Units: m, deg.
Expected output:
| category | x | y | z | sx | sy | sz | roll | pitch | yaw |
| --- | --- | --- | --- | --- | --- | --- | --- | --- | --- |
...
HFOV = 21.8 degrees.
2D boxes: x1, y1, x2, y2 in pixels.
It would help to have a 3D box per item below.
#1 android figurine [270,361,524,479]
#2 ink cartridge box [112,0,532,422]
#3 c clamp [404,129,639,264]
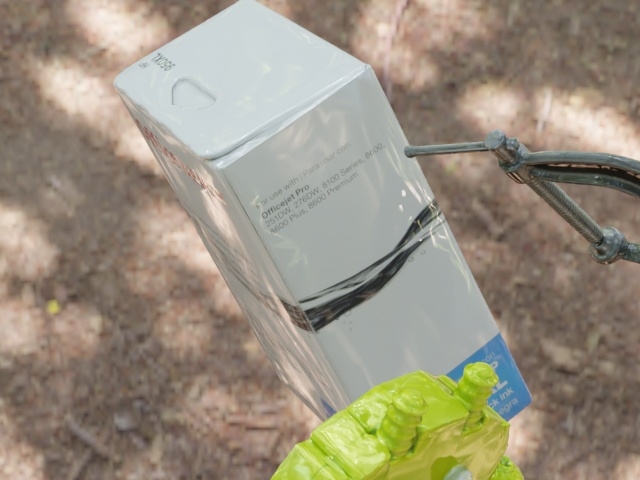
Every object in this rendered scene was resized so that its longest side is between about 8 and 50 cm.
| category | x | y | z | sx | sy | sz | roll | pitch | yaw |
| --- | --- | --- | --- | --- | --- | --- | --- | --- | --- |
| android figurine | 0.024 | 0.181 | 0.963 | 0.248 | 0.273 | 0.056 | -12 | 45 | -47 |
| ink cartridge box | 0.000 | 0.000 | 1.549 | 0.166 | 0.395 | 0.285 | -35 | 31 | -11 |
| c clamp | 0.145 | -0.020 | 0.878 | 0.137 | 0.161 | 0.022 | -1 | 64 | 45 |
